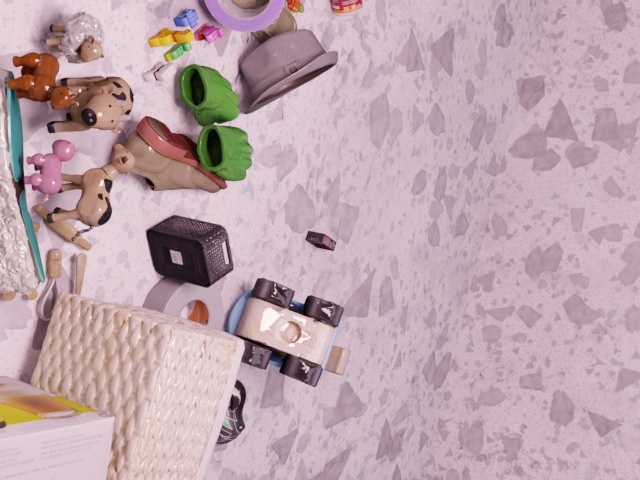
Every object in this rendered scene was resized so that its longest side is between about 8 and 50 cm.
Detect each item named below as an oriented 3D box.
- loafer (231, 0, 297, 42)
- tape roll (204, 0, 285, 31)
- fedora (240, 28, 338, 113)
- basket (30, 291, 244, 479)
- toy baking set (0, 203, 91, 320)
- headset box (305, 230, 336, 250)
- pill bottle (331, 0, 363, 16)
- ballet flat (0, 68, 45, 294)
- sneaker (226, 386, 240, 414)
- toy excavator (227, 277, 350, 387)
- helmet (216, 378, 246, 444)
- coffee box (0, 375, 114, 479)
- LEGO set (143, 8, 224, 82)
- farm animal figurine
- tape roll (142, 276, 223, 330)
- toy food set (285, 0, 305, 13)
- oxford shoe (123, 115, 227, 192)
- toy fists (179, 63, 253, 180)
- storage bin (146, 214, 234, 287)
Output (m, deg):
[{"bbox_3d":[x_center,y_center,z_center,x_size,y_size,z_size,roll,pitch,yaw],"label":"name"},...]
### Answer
[{"bbox_3d":[-0.130,-0.552,1.968,0.268,0.092,0.101,16,87,-57],"label":"loafer"},{"bbox_3d":[-0.166,-0.572,1.807,0.080,0.189,0.189,-79,162,-58],"label":"tape roll"},{"bbox_3d":[-0.097,-0.431,1.974,0.124,0.276,0.244,61,9,-5],"label":"fedora"},{"bbox_3d":[-0.386,0.303,1.621,0.266,0.328,0.331,27,77,-62],"label":"basket"},{"bbox_3d":[-0.544,0.052,1.605,0.256,0.030,0.196,45,66,-52],"label":"toy baking set"},{"bbox_3d":[0.000,0.000,2.368,0.083,0.062,0.032,34,71,-56],"label":"headset box"},{"bbox_3d":[0.064,-0.705,2.215,0.086,0.086,0.152,-47,136,-38],"label":"pill bottle"},{"bbox_3d":[-0.579,-0.091,1.410,0.147,0.147,0.408,-22,114,-52],"label":"ballet flat"},{"bbox_3d":[-0.342,0.365,1.889,0.292,0.118,0.110,-4,137,-22],"label":"sneaker"},{"bbox_3d":[-0.068,0.273,2.239,0.433,0.445,0.222,22,80,-15],"label":"toy excavator"},{"bbox_3d":[-0.268,0.429,2.010,0.169,0.169,0.161,37,51,-54],"label":"helmet"},{"bbox_3d":[-0.605,0.439,1.353,0.338,0.334,0.338,6,94,-56],"label":"coffee box"},{"bbox_3d":[-0.294,-0.439,1.757,0.227,0.093,0.087,-52,139,-34],"label":"LEGO set"},{"bbox_3d":[-0.420,-0.216,1.481,0.326,0.172,0.330,-85,172,-52],"label":"farm animal figurine"},{"bbox_3d":[-0.331,0.189,1.924,0.219,0.072,0.219,-25,122,-51],"label":"tape roll"},{"bbox_3d":[-0.065,-0.638,2.103,0.083,0.020,0.083,-5,104,-56],"label":"toy food set"},{"bbox_3d":[-0.333,-0.166,1.805,0.130,0.123,0.348,-42,152,8],"label":"oxford shoe"},{"bbox_3d":[-0.233,-0.264,1.821,0.142,0.096,0.279,4,65,-61],"label":"toy fists"},{"bbox_3d":[-0.297,0.023,1.822,0.084,0.180,0.122,-38,130,-45],"label":"storage bin"}]
